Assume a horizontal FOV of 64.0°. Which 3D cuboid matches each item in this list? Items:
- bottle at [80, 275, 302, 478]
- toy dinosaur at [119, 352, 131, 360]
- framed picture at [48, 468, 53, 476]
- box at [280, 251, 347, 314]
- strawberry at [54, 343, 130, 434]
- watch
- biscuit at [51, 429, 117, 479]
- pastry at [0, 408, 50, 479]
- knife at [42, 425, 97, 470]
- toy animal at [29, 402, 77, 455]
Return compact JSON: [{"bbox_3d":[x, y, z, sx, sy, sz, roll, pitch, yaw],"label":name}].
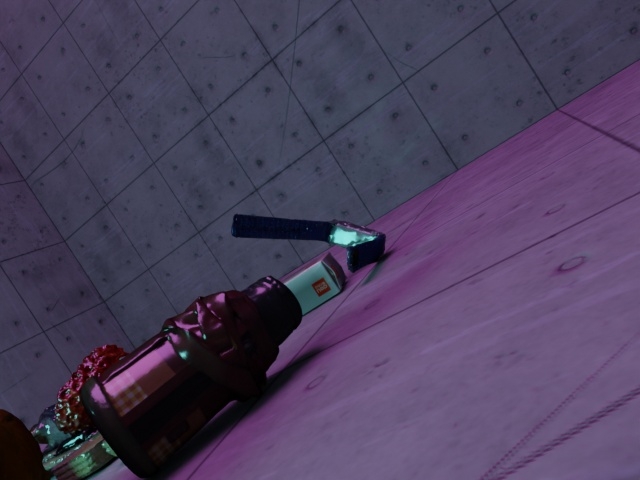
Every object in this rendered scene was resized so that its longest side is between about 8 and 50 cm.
[{"bbox_3d":[-0.136,0.153,0.630,0.271,0.143,0.156,-36,-36,-25],"label":"bottle"},{"bbox_3d":[-0.313,0.297,0.982,0.129,0.076,0.383,-3,-35,-16],"label":"toy dinosaur"},{"bbox_3d":[-0.663,0.543,1.097,0.289,0.020,0.211,-32,2,27],"label":"framed picture"},{"bbox_3d":[-0.073,0.129,1.102,0.269,0.079,0.135,-33,2,11],"label":"box"},{"bbox_3d":[-0.457,0.335,1.113,0.111,0.190,0.236,-2,8,10],"label":"strawberry"},{"bbox_3d":[-0.008,-0.004,1.108,0.276,0.068,0.274,17,14,21],"label":"watch"},{"bbox_3d":[-0.311,0.309,0.824,0.250,0.046,0.147,-32,1,28],"label":"biscuit"},{"bbox_3d":[-0.419,0.286,0.445,0.356,0.164,0.356,-18,17,6],"label":"pastry"},{"bbox_3d":[-0.558,0.446,1.015,0.365,0.043,0.089,-28,2,8],"label":"knife"},{"bbox_3d":[-0.701,0.500,1.332,0.298,0.122,0.185,-30,2,31],"label":"toy animal"}]
